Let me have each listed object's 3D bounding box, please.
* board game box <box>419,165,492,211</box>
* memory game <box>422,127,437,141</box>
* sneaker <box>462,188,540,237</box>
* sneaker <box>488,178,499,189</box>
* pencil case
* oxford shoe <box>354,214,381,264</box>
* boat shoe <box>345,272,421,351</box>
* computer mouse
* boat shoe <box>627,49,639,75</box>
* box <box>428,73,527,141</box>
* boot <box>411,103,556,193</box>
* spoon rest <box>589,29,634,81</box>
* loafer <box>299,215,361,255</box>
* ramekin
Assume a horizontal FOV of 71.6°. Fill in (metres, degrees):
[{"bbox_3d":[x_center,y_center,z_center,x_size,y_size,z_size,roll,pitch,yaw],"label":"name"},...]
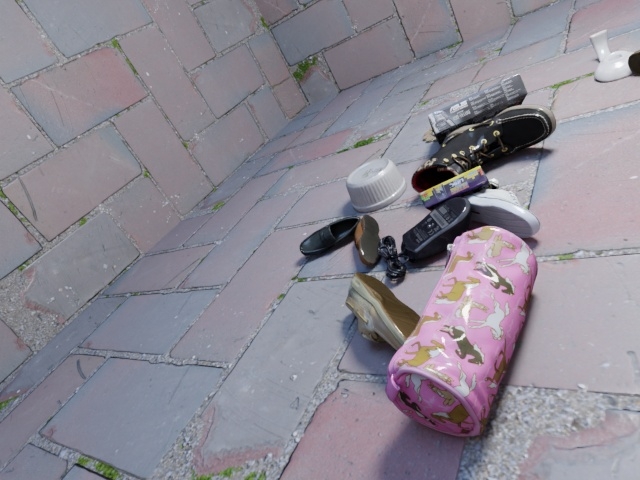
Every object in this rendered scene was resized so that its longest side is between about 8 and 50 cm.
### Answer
[{"bbox_3d":[0.370,-0.133,1.207,0.170,0.048,0.141,-25,-13,24],"label":"board game box"},{"bbox_3d":[0.500,-0.448,1.791,0.186,0.012,0.186,-25,26,13],"label":"memory game"},{"bbox_3d":[0.443,-0.082,1.080,0.091,0.094,0.258,-35,26,-6],"label":"sneaker"},{"bbox_3d":[0.463,-0.152,1.260,0.083,0.032,0.037,-15,29,32],"label":"sneaker"},{"bbox_3d":[0.259,0.145,0.787,0.167,0.160,0.386,-4,37,42],"label":"pencil case"},{"bbox_3d":[0.133,0.012,1.301,0.076,0.076,0.212,-52,15,31],"label":"oxford shoe"},{"bbox_3d":[0.134,0.173,0.959,0.098,0.109,0.302,-65,26,13],"label":"boat shoe"},{"bbox_3d":[0.283,-0.006,1.157,0.272,0.072,0.188,-37,25,16],"label":"computer mouse"},{"bbox_3d":[1.039,-0.539,1.252,0.104,0.111,0.307,-32,25,-1],"label":"boat shoe"},{"bbox_3d":[0.539,-0.446,1.547,0.307,0.077,0.242,-22,-4,18],"label":"box"},{"bbox_3d":[0.469,-0.259,1.326,0.284,0.138,0.377,-43,24,-27],"label":"boot"},{"bbox_3d":[0.995,-0.620,1.514,0.137,0.084,0.276,-18,41,28],"label":"spoon rest"},{"bbox_3d":[0.031,-0.019,1.417,0.223,0.076,0.078,-26,-15,5],"label":"loafer"},{"bbox_3d":[0.188,-0.201,1.562,0.207,0.109,0.207,-24,25,12],"label":"ramekin"}]
